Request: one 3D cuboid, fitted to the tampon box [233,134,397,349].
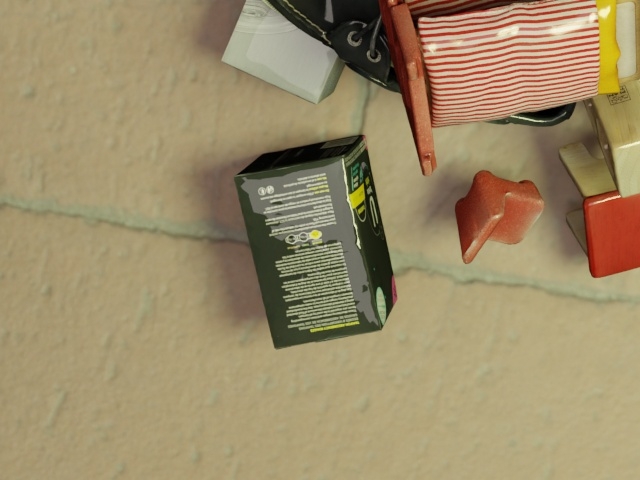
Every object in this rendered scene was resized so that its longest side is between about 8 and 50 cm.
[{"bbox_3d":[0.000,0.000,1.658,0.101,0.120,0.161,-10,101,12],"label":"tampon box"}]

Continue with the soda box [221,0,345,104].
[{"bbox_3d":[0.017,-0.269,1.610,0.098,0.091,0.286,26,105,4],"label":"soda box"}]

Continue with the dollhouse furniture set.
[{"bbox_3d":[0.174,-0.076,1.472,0.201,0.152,0.374,-14,138,2],"label":"dollhouse furniture set"}]

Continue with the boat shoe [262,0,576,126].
[{"bbox_3d":[0.078,-0.181,1.535,0.340,0.113,0.127,32,102,-28],"label":"boat shoe"}]
